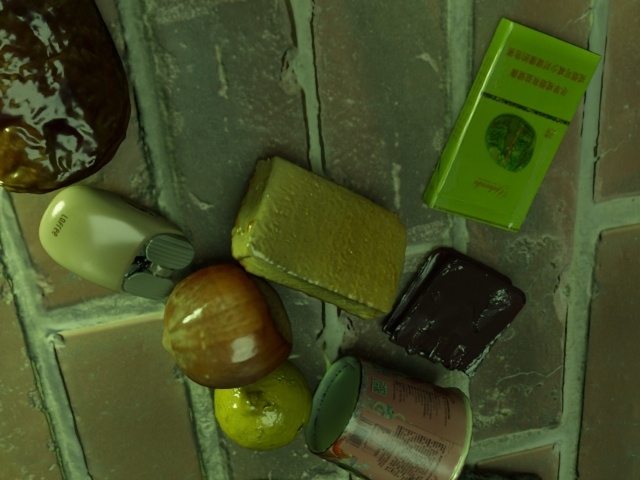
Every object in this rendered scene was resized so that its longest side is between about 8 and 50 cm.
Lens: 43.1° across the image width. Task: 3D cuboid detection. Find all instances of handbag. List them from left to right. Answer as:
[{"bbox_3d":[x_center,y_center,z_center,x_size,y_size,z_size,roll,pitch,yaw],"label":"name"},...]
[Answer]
[{"bbox_3d":[0.246,0.134,1.498,0.203,0.074,0.216,24,109,-23],"label":"handbag"}]

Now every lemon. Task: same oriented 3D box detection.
[{"bbox_3d":[-0.100,0.281,1.412,0.173,0.206,0.173,0,84,0],"label":"lemon"}]

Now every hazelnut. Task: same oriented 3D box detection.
[{"bbox_3d":[-0.154,0.137,1.315,0.214,0.214,0.176,-6,140,-12],"label":"hazelnut"}]

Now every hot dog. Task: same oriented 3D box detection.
[{"bbox_3d":[-0.420,-0.254,1.087,0.267,0.174,0.387,-25,115,-5],"label":"hot dog"}]

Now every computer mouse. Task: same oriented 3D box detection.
[{"bbox_3d":[-0.323,0.006,1.283,0.236,0.082,0.145,30,104,-24],"label":"computer mouse"}]

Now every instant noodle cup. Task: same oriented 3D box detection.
[{"bbox_3d":[0.116,0.342,1.481,0.231,0.243,0.243,27,106,-17],"label":"instant noodle cup"}]

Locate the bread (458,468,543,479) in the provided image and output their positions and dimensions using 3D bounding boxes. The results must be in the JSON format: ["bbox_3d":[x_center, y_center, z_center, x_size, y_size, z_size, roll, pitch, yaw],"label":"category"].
[{"bbox_3d":[0.301,0.547,1.658,0.416,0.165,0.113,12,113,-20],"label":"bread"}]

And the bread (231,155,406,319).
[{"bbox_3d":[0.000,0.000,1.313,0.274,0.114,0.185,25,68,-24],"label":"bread"}]

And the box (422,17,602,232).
[{"bbox_3d":[0.322,-0.187,1.378,0.187,0.047,0.335,14,110,-21],"label":"box"}]
